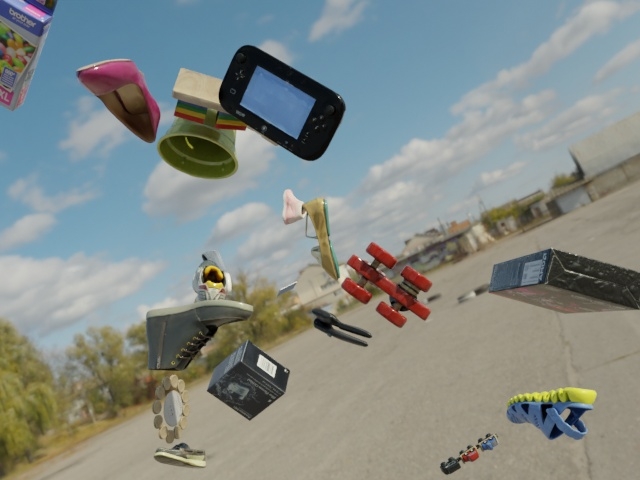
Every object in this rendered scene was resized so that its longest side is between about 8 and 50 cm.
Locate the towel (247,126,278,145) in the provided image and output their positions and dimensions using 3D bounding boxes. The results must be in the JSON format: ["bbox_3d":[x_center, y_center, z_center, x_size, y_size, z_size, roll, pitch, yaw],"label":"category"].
[{"bbox_3d":[-0.170,-0.522,2.535,0.282,0.187,0.049,-47,23,29],"label":"towel"}]

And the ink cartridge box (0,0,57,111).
[{"bbox_3d":[-0.735,-0.469,1.440,0.311,0.185,0.065,-52,16,30],"label":"ink cartridge box"}]

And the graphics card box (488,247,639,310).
[{"bbox_3d":[0.593,0.109,1.566,0.232,0.094,0.371,16,-10,-3],"label":"graphics card box"}]

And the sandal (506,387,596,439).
[{"bbox_3d":[0.667,0.518,1.853,0.126,0.138,0.317,13,-24,-21],"label":"sandal"}]

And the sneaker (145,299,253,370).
[{"bbox_3d":[-0.226,0.182,1.188,0.221,0.118,0.083,-11,-19,19],"label":"sneaker"}]

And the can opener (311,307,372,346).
[{"bbox_3d":[0.053,0.235,1.649,0.073,0.186,0.059,34,-99,-54],"label":"can opener"}]

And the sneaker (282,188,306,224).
[{"bbox_3d":[-0.072,-0.104,1.845,0.070,0.134,0.051,-16,-47,15],"label":"sneaker"}]

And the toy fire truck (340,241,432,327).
[{"bbox_3d":[0.208,0.139,1.954,0.169,0.302,0.254,-55,-7,1],"label":"toy fire truck"}]

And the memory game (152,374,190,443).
[{"bbox_3d":[-0.417,0.470,1.766,0.012,0.186,0.186,-7,0,19],"label":"memory game"}]

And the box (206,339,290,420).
[{"bbox_3d":[-0.194,0.380,1.709,0.158,0.156,0.093,-42,18,26],"label":"box"}]

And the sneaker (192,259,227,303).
[{"bbox_3d":[-0.260,0.098,1.539,0.088,0.093,0.225,11,18,-18],"label":"sneaker"}]

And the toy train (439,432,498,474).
[{"bbox_3d":[0.352,0.500,1.478,0.158,0.027,0.036,-30,14,-5],"label":"toy train"}]

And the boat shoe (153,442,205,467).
[{"bbox_3d":[-0.477,0.728,2.153,0.080,0.074,0.223,-20,-36,29],"label":"boat shoe"}]

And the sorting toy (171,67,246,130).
[{"bbox_3d":[-0.323,-0.420,1.937,0.255,0.089,0.257,14,26,-14],"label":"sorting toy"}]

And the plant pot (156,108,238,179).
[{"bbox_3d":[-0.388,-0.387,2.151,0.275,0.254,0.276,9,-25,4],"label":"plant pot"}]

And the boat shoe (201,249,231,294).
[{"bbox_3d":[-0.345,0.106,2.079,0.063,0.184,0.066,-7,-35,-29],"label":"boat shoe"}]

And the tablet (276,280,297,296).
[{"bbox_3d":[-0.126,0.181,2.350,0.083,0.006,0.054,-24,-22,-34],"label":"tablet"}]

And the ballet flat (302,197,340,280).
[{"bbox_3d":[0.000,0.000,1.701,0.073,0.233,0.080,-10,11,4],"label":"ballet flat"}]

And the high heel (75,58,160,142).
[{"bbox_3d":[-0.476,-0.334,1.547,0.127,0.182,0.377,-13,7,8],"label":"high heel"}]

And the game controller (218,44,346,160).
[{"bbox_3d":[-0.094,-0.315,1.443,0.167,0.319,0.067,-59,-20,9],"label":"game controller"}]
